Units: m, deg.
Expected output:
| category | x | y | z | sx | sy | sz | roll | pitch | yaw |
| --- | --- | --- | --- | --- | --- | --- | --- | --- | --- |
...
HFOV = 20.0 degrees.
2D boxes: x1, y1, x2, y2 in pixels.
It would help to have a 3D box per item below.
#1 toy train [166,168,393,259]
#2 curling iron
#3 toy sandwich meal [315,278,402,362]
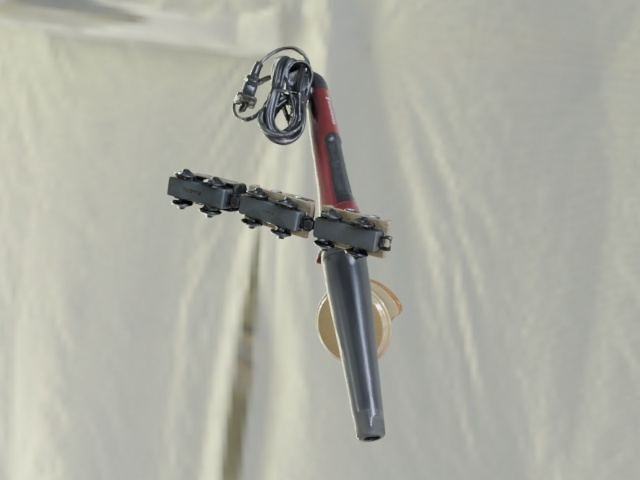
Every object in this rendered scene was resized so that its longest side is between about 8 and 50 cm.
| category | x | y | z | sx | sy | sz | roll | pitch | yaw |
| --- | --- | --- | --- | --- | --- | --- | --- | --- | --- |
| toy train | -0.023 | -0.017 | 1.111 | 0.158 | 0.036 | 0.027 | 16 | -78 | 28 |
| curling iron | 0.000 | 0.000 | 1.164 | 0.035 | 0.068 | 0.274 | 117 | -39 | -64 |
| toy sandwich meal | 0.035 | 0.073 | 1.647 | 0.085 | 0.029 | 0.085 | 6 | -77 | 27 |
